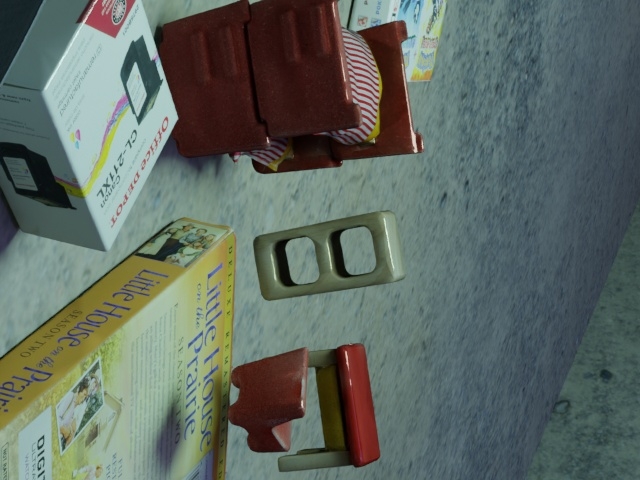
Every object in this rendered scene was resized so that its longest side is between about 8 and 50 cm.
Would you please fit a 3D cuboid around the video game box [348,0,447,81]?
[{"bbox_3d":[0.088,-0.260,1.834,0.205,0.048,0.187,-17,122,-69],"label":"video game box"}]

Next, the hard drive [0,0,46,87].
[{"bbox_3d":[-0.201,-0.130,0.914,0.254,0.054,0.172,-59,171,26],"label":"hard drive"}]

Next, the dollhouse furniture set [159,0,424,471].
[{"bbox_3d":[0.000,0.000,1.395,0.201,0.152,0.374,2,79,-72],"label":"dollhouse furniture set"}]

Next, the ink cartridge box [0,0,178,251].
[{"bbox_3d":[-0.165,-0.096,1.153,0.175,0.072,0.127,76,32,-54],"label":"ink cartridge box"}]

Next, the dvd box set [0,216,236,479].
[{"bbox_3d":[-0.183,0.196,1.332,0.420,0.062,0.307,-45,144,-58],"label":"dvd box set"}]
